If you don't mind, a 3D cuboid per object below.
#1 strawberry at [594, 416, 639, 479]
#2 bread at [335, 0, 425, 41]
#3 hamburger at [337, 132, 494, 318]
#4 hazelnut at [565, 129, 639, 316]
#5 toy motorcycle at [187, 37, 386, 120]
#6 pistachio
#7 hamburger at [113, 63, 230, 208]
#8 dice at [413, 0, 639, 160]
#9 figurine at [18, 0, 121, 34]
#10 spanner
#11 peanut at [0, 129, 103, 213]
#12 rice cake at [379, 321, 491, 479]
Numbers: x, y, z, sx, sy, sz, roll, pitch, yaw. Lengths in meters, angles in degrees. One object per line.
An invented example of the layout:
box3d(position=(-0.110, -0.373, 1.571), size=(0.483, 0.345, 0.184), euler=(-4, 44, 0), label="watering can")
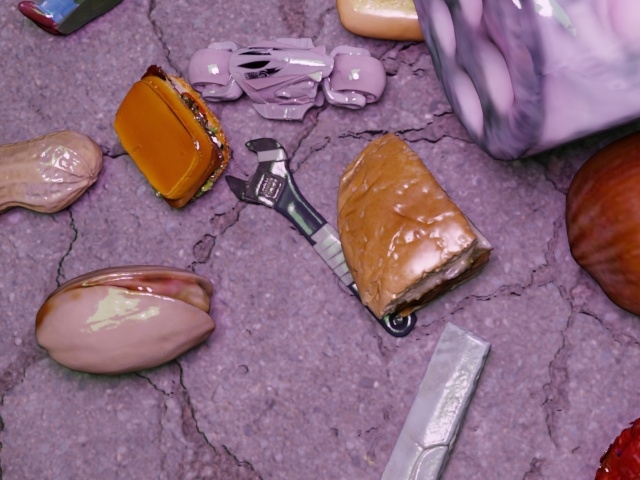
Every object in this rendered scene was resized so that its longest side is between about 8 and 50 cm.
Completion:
box3d(position=(0.427, 0.262, 1.035), size=(0.274, 0.220, 0.274), euler=(12, 119, 22), label="strawberry")
box3d(position=(0.110, -0.309, 1.240), size=(0.173, 0.085, 0.134), euler=(9, 88, 10), label="bread")
box3d(position=(0.085, -0.026, 1.166), size=(0.155, 0.135, 0.207), euler=(-26, 74, -6), label="hamburger")
box3d(position=(0.382, -0.026, 1.108), size=(0.186, 0.210, 0.210), euler=(-31, 76, -21), label="hazelnut")
box3d(position=(-0.046, -0.208, 1.240), size=(0.254, 0.112, 0.112), euler=(5, 82, 12), label="toy motorcycle")
box3d(position=(-0.234, 0.092, 1.209), size=(0.215, 0.144, 0.143), euler=(-13, 79, 3), label="pistachio")
box3d(position=(-0.184, -0.128, 1.256), size=(0.137, 0.087, 0.166), euler=(-44, 74, 32), label="hamburger")
box3d(position=(0.284, -0.280, 1.038), size=(0.348, 0.330, 0.327), euler=(-19, 90, -11), label="dice")
box3d(position=(-0.353, -0.402, 1.329), size=(0.185, 0.127, 0.234), euler=(-37, 87, 11), label="figurine")
box3d(position=(0.000, 0.000, 1.244), size=(0.087, 0.024, 0.316), euler=(-42, 78, 3), label="spanner")
box3d(position=(-0.381, -0.081, 1.291), size=(0.214, 0.090, 0.098), euler=(-9, 109, 10), label="peanut")
box3d(position=(0.109, 0.258, 1.160), size=(0.066, 0.063, 0.336), euler=(21, 86, 21), label="rice cake")
